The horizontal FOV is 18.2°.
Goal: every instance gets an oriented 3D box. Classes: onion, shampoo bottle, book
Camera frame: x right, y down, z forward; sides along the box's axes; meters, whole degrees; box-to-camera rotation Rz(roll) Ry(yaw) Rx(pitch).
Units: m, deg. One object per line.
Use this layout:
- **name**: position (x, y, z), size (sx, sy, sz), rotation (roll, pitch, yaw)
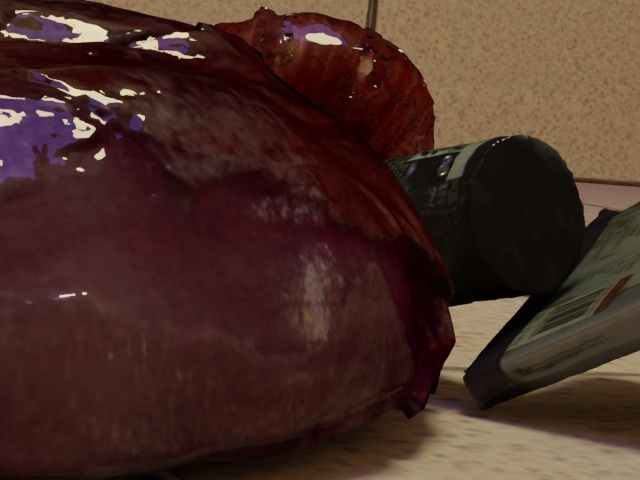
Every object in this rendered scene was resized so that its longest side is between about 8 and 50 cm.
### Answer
- **onion**: position (-0.066, -0.008, 0.578), size (0.284, 0.120, 0.227), rotation (1, 10, -45)
- **shampoo bottle**: position (0.001, 0.000, 0.741), size (0.057, 0.063, 0.208), rotation (-9, -1, -43)
- **onion**: position (-0.019, -0.053, 1.230), size (0.184, 0.147, 0.184), rotation (11, -38, 8)
- **book**: position (0.169, -0.016, 0.650), size (0.231, 0.026, 0.157), rotation (-26, 8, 30)
